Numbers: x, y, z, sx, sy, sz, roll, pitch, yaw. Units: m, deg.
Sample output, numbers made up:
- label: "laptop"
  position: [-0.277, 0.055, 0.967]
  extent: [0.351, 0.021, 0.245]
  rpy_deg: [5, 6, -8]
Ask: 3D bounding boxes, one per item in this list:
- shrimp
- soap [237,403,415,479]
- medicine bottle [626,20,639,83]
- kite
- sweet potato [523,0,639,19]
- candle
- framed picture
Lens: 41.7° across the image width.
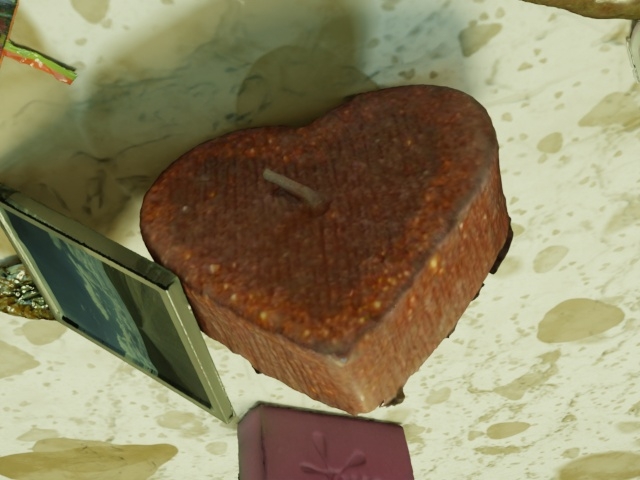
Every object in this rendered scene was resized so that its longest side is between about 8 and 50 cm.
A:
- label: "shrimp"
  position: [-0.274, 0.060, 0.900]
  extent: [0.161, 0.034, 0.091]
  rpy_deg: [10, 137, -22]
- label: "soap"
  position: [0.015, 0.343, 1.197]
  extent: [0.259, 0.181, 0.081]
  rpy_deg: [15, 138, -27]
- label: "medicine bottle"
  position: [0.373, -0.179, 0.680]
  extent: [0.219, 0.078, 0.115]
  rpy_deg: [-16, -177, 9]
- label: "kite"
  position: [-0.267, -0.154, 0.654]
  extent: [0.159, 0.010, 0.190]
  rpy_deg: [12, 138, -25]
- label: "sweet potato"
  position: [0.203, -0.212, 0.610]
  extent: [0.385, 0.109, 0.109]
  rpy_deg: [-5, 142, 0]
- label: "candle"
  position: [0.000, 0.000, 0.692]
  extent: [0.317, 0.287, 0.131]
  rpy_deg: [-13, 137, 9]
- label: "framed picture"
  position: [-0.191, 0.053, 0.764]
  extent: [0.260, 0.023, 0.189]
  rpy_deg: [23, 144, 33]
